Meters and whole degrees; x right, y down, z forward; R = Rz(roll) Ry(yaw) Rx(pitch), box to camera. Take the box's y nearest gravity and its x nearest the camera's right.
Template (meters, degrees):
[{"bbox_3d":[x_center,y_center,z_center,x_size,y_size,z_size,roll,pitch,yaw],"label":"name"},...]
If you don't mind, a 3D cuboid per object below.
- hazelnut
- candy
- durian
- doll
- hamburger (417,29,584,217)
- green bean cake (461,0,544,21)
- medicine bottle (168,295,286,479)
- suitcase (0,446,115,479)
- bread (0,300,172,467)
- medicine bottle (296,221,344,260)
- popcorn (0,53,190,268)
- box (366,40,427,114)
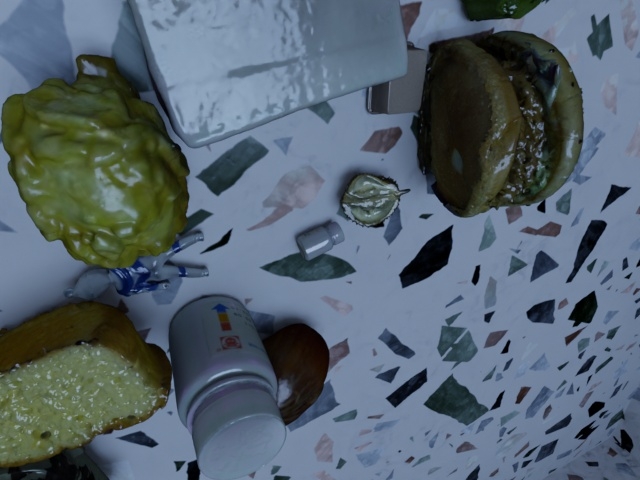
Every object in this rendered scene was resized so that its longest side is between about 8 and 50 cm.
[{"bbox_3d":[-0.071,0.293,0.858,0.181,0.181,0.212,5,114,-28],"label":"hazelnut"},{"bbox_3d":[-0.063,-0.287,0.548,0.358,0.145,0.208,-24,125,-13],"label":"candy"},{"bbox_3d":[0.104,-0.090,0.793,0.140,0.071,0.110,-14,119,-4],"label":"durian"},{"bbox_3d":[-0.307,0.046,0.675,0.227,0.057,0.114,-17,131,-28],"label":"doll"},{"bbox_3d":[0.307,-0.190,0.722,0.195,0.277,0.318,-11,127,-12],"label":"hamburger"},{"bbox_3d":[0.325,-0.488,0.646,0.214,0.113,0.200,-37,128,-2],"label":"green bean cake"},{"bbox_3d":[-0.170,0.242,0.708,0.170,0.293,0.170,-12,121,-20],"label":"medicine bottle"},{"bbox_3d":[-0.577,0.497,0.717,0.339,0.194,0.351,-14,127,-11],"label":"suitcase"},{"bbox_3d":[-0.406,0.206,0.635,0.340,0.179,0.194,-21,121,3],"label":"bread"},{"bbox_3d":[0.000,0.000,0.804,0.089,0.052,0.052,-26,126,-11],"label":"medicine bottle"},{"bbox_3d":[-0.256,-0.098,0.511,0.192,0.233,0.266,-9,86,7],"label":"popcorn"},{"bbox_3d":[0.135,-0.280,0.703,0.089,0.062,0.122,-12,123,-21],"label":"box"}]
